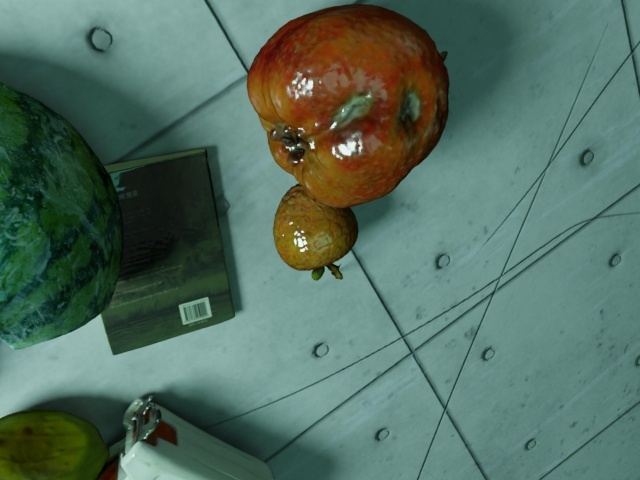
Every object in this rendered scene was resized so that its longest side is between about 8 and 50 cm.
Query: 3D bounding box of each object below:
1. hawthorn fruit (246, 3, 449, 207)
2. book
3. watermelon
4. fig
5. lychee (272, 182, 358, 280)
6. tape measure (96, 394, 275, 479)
[{"bbox_3d":[0.057,-0.160,0.633,0.243,0.207,0.208,-34,123,-21],"label":"hawthorn fruit"},{"bbox_3d":[-0.193,0.016,0.695,0.160,0.024,0.229,-14,118,-18],"label":"book"},{"bbox_3d":[-0.297,-0.021,0.533,0.305,0.180,0.224,27,59,-37],"label":"watermelon"},{"bbox_3d":[-0.333,0.266,0.681,0.165,0.144,0.154,-30,143,-21],"label":"fig"},{"bbox_3d":[0.001,-0.006,0.724,0.101,0.114,0.140,-35,106,23],"label":"lychee"},{"bbox_3d":[-0.198,0.360,0.792,0.258,0.130,0.265,38,99,-28],"label":"tape measure"}]
